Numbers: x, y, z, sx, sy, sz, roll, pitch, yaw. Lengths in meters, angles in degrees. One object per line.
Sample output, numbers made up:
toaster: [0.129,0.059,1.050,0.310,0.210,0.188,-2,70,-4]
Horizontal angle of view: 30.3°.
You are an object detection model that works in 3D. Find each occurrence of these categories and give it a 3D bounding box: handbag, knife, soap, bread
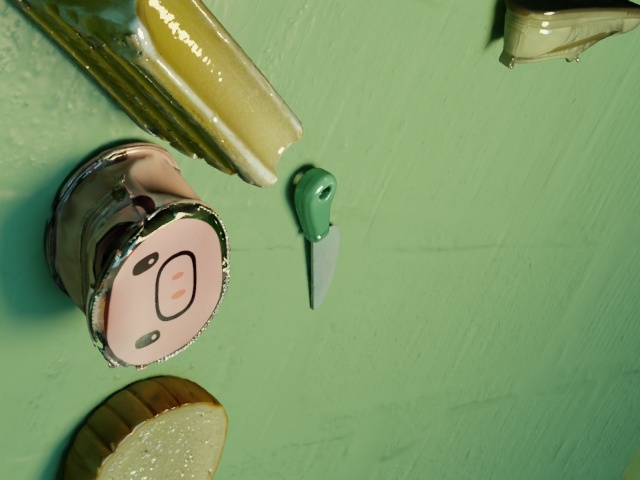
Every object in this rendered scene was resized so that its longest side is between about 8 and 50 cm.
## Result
handbag: [-0.182,0.015,1.198,0.179,0.116,0.205,-26,139,-34]
knife: [0.001,-0.001,1.498,0.063,0.034,0.260,-44,153,-25]
soap: [-0.142,-0.160,1.037,0.089,0.173,0.274,-57,149,-8]
bread: [-0.217,0.273,1.437,0.236,0.070,0.236,-31,140,-31]

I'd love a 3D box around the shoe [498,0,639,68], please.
shoe: [0.338,-0.288,1.586,0.275,0.103,0.098,-11,130,-38]
